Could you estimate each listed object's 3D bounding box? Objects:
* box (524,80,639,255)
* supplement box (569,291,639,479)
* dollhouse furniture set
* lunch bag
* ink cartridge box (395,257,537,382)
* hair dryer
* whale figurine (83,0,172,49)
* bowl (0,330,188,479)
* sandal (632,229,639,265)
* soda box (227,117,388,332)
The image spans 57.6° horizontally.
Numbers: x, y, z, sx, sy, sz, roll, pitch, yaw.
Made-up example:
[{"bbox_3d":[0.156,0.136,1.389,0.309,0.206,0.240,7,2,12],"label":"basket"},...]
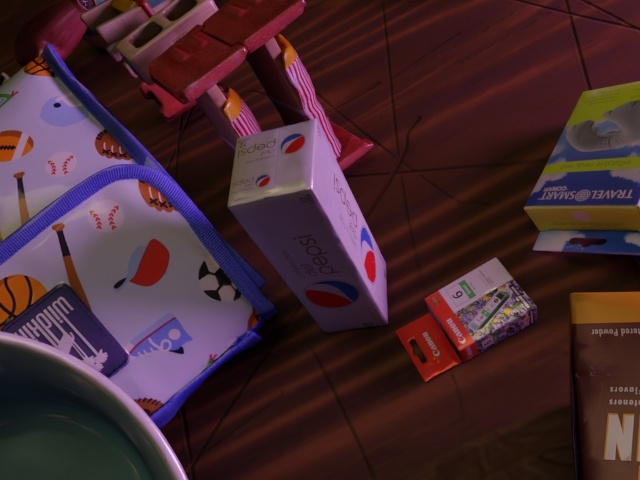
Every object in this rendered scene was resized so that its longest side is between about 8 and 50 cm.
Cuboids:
[{"bbox_3d":[0.266,-0.071,0.535,0.109,0.042,0.178,2,54,54],"label":"box"},{"bbox_3d":[0.214,0.156,0.324,0.129,0.191,0.194,-3,57,21],"label":"supplement box"},{"bbox_3d":[-0.130,-0.204,0.728,0.152,0.201,0.374,-41,45,-8],"label":"dollhouse furniture set"},{"bbox_3d":[-0.274,0.039,0.595,0.328,0.239,0.385,-40,66,-8],"label":"lunch bag"},{"bbox_3d":[0.128,0.071,0.524,0.115,0.029,0.063,-30,51,0],"label":"ink cartridge box"},{"bbox_3d":[-0.447,-0.274,0.954,0.223,0.080,0.293,39,104,36],"label":"hair dryer"},{"bbox_3d":[-0.319,-0.442,1.000,0.272,0.141,0.216,-10,53,19],"label":"whale figurine"},{"bbox_3d":[-0.218,0.216,0.385,0.311,0.163,0.312,1,81,-3],"label":"bowl"},{"bbox_3d":[0.387,-0.025,0.466,0.254,0.054,0.097,-8,54,18],"label":"sandal"},{"bbox_3d":[0.000,0.000,0.507,0.069,0.216,0.074,-11,53,17],"label":"soda box"}]
